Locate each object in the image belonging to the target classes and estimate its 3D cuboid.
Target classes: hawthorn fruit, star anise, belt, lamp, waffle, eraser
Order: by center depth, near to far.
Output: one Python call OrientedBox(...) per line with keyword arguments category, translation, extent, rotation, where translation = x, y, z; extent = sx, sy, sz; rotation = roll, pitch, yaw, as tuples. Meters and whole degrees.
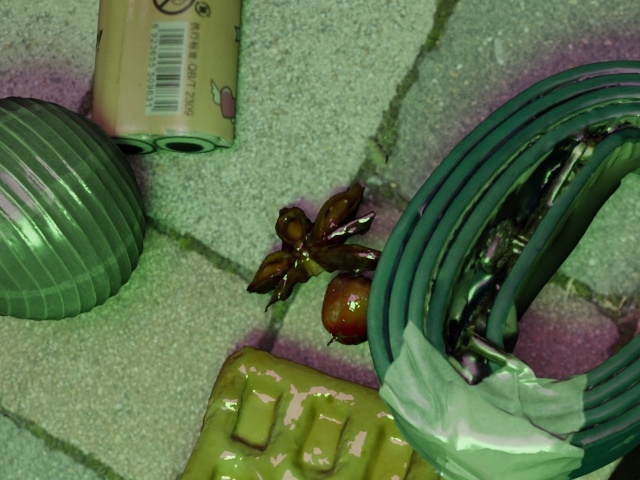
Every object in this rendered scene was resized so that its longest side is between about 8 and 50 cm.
OrientedBox(category="belt", translation=(0.234, 0.035, 1.088), extent=(0.300, 0.173, 0.436), rotation=(35, 79, 21))
OrientedBox(category="waffle", translation=(0.014, 0.272, 1.130), extent=(0.348, 0.077, 0.304), rotation=(16, 65, 13))
OrientedBox(category="hawthorn fruit", translation=(0.036, 0.071, 1.208), extent=(0.077, 0.077, 0.077), rotation=(-3, 78, 12))
OrientedBox(category="star anise", translation=(-0.003, -0.003, 1.219), extent=(0.212, 0.053, 0.157), rotation=(-26, 38, 34))
OrientedBox(category="lamp", translation=(-0.316, -0.033, 1.226), extent=(0.233, 0.233, 0.265), rotation=(-39, 92, 3))
OrientedBox(category="eraser", translation=(-0.177, -0.247, 1.318), extent=(0.171, 0.087, 0.290), rotation=(0, 79, 11))

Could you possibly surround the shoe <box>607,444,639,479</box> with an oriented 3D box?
OrientedBox(category="shoe", translation=(0.286, 0.308, 1.085), extent=(0.098, 0.103, 0.275), rotation=(35, 90, 4))
